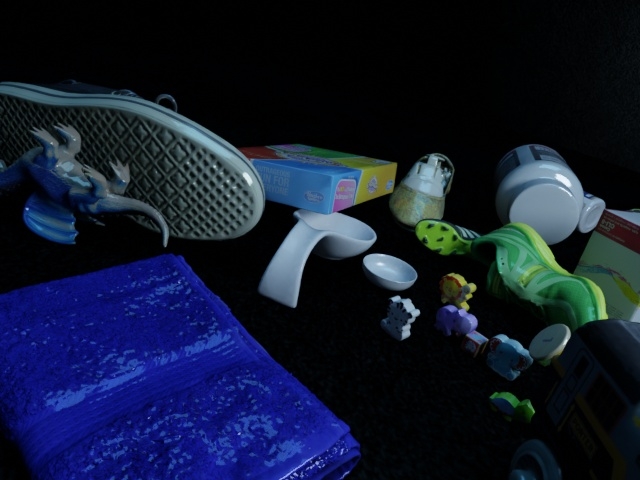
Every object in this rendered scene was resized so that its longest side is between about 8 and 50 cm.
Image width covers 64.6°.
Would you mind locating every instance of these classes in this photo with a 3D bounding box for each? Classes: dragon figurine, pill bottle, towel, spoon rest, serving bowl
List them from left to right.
[{"bbox_3d":[-0.327,-0.052,0.664,0.289,0.144,0.085,34,23,-4],"label":"dragon figurine"},{"bbox_3d":[-0.139,0.115,0.429,0.228,0.076,0.308,-10,35,-45],"label":"towel"},{"bbox_3d":[0.000,0.000,0.748,0.137,0.084,0.276,21,26,12],"label":"spoon rest"},{"bbox_3d":[0.101,0.052,0.762,0.083,0.027,0.083,13,24,-6],"label":"serving bowl"},{"bbox_3d":[0.483,-0.104,1.137,0.176,0.176,0.318,20,25,10],"label":"pill bottle"},{"bbox_3d":[0.628,-0.097,1.305,0.094,0.094,0.169,-2,30,-34],"label":"pill bottle"}]

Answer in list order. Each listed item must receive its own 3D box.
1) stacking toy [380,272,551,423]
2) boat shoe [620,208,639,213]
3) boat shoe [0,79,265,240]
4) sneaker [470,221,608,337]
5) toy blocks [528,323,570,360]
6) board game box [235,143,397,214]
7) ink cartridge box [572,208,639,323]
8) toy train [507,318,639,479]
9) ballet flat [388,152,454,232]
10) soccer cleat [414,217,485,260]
[{"bbox_3d":[0.206,0.123,0.643,0.167,0.052,0.221,-12,37,-45],"label":"stacking toy"},{"bbox_3d":[0.826,-0.048,1.332,0.228,0.081,0.069,-7,37,-35],"label":"boat shoe"},{"bbox_3d":[-0.289,-0.142,0.769,0.500,0.186,0.156,19,30,21],"label":"boat shoe"},{"bbox_3d":[0.323,0.078,0.777,0.124,0.109,0.295,-12,31,-5],"label":"sneaker"},{"bbox_3d":[0.302,0.171,0.540,0.148,0.054,0.123,44,14,-5],"label":"toy blocks"},{"bbox_3d":[-0.020,-0.126,0.955,0.242,0.064,0.316,15,18,23],"label":"board game box"},{"bbox_3d":[0.504,0.057,0.809,0.128,0.176,0.127,4,24,-25],"label":"ink cartridge box"},{"bbox_3d":[0.235,0.201,0.326,0.142,0.190,0.334,13,24,-5],"label":"toy train"},{"bbox_3d":[0.229,-0.124,1.107,0.123,0.123,0.348,21,25,12],"label":"ballet flat"},{"bbox_3d":[0.250,-0.001,0.936,0.179,0.060,0.072,17,14,-13],"label":"soccer cleat"}]
